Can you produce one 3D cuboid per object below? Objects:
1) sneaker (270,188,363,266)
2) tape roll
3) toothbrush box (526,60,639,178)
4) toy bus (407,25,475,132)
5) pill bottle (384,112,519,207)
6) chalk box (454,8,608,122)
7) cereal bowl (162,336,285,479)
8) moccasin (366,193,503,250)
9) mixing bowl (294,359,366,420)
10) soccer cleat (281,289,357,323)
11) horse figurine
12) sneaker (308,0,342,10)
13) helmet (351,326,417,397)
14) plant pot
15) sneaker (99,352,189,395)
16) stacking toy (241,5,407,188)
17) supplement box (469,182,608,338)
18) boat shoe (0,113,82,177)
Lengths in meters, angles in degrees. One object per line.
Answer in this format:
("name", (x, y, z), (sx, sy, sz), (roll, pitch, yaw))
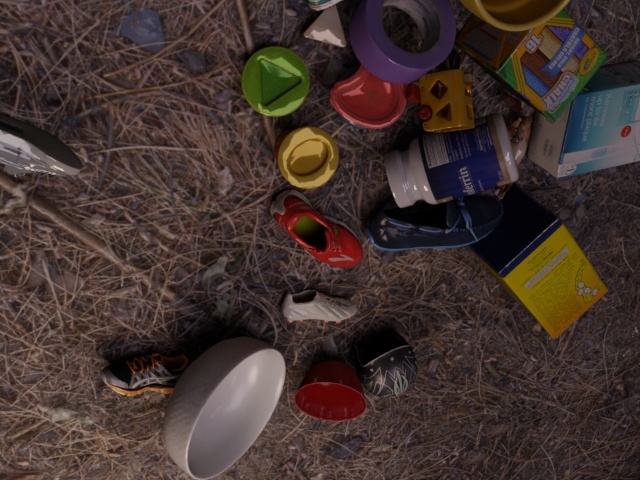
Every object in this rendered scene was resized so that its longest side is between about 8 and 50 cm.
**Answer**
("sneaker", (0.000, 0.000, 1.783), (0.279, 0.118, 0.107), (33, 103, -39))
("tape roll", (0.154, -0.398, 1.538), (0.188, 0.080, 0.189), (4, 79, -21))
("toothbrush box", (0.659, -0.288, 1.936), (0.295, 0.126, 0.217), (-12, 126, -22))
("toy bus", (0.258, -0.314, 1.648), (0.104, 0.191, 0.202), (-4, 139, 30))
("pill bottle", (0.279, -0.165, 1.750), (0.264, 0.153, 0.153), (-16, 133, 16))
("chalk box", (0.457, -0.386, 1.723), (0.289, 0.180, 0.179), (29, 105, -37))
("cereal bowl", (-0.235, 0.361, 1.851), (0.339, 0.141, 0.339), (-43, 148, -35))
("moccasin", (0.279, -0.049, 1.875), (0.341, 0.138, 0.117), (-15, 149, -20))
("mixing bowl", (0.028, 0.364, 2.042), (0.181, 0.098, 0.181), (4, 138, 4))
("soccer cleat", (0.003, 0.152, 1.926), (0.196, 0.068, 0.076), (-1, 119, -25))
("horse figurine", (0.435, -0.212, 1.877), (0.174, 0.066, 0.264), (-34, 134, -60))
("sneaker", (0.040, -0.491, 1.507), (0.161, 0.057, 0.075), (-29, 136, -4))
("helmet", (0.167, 0.316, 2.060), (0.169, 0.161, 0.170), (-14, 127, -20))
("plant pot", (0.324, -0.543, 1.504), (0.253, 0.239, 0.254), (-14, 126, -20))
("sneaker", (-0.384, 0.287, 1.803), (0.214, 0.084, 0.083), (7, 119, -44))
("stacking toy", (-0.007, -0.289, 1.624), (0.309, 0.130, 0.280), (-38, 105, -4))
("supplement box", (0.538, 0.053, 2.059), (0.195, 0.194, 0.356), (-43, 131, 5))
("boat shoe", (-0.533, -0.158, 1.425), (0.227, 0.079, 0.081), (25, 117, -33))
